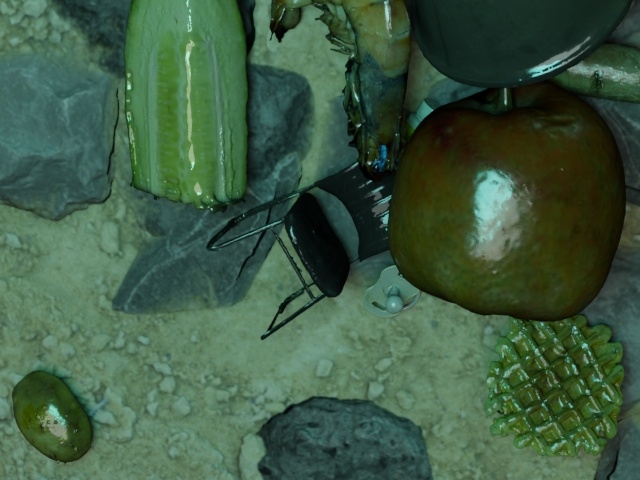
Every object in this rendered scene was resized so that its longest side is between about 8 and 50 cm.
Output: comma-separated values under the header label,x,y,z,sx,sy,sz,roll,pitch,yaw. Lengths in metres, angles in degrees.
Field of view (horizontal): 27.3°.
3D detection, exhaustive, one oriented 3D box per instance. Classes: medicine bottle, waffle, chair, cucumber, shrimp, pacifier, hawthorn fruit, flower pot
label,x,y,z,sx,sy,sz,roll,pitch,yaw
medicine bottle,0.120,-0.128,1.599,0.047,0.047,0.083,33,112,0
waffle,0.290,0.176,1.627,0.169,0.036,0.183,9,75,3
chair,0.000,0.000,1.618,0.221,0.145,0.140,-26,102,18
cucumber,-0.160,-0.205,1.609,0.145,0.105,0.325,12,113,37
shrimp,0.020,-0.208,1.553,0.222,0.054,0.290,19,128,40
pacifier,0.095,0.073,1.665,0.068,0.064,0.083,33,113,-19
hawthorn fruit,0.216,-0.062,1.495,0.268,0.268,0.300,7,110,10
flower pot,0.191,-0.311,1.390,0.269,0.166,0.269,-12,61,24

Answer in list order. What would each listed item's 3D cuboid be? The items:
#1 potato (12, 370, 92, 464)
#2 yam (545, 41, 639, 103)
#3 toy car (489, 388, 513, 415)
label,x,y,z,sx,sy,sz,roll,pitch,yaw
potato,-0.372,0.247,1.819,0.092,0.070,0.138,-35,98,19
yam,0.312,-0.199,1.523,0.147,0.069,0.069,11,110,7
toy car,0.282,0.201,1.668,0.142,0.055,0.069,14,71,4
